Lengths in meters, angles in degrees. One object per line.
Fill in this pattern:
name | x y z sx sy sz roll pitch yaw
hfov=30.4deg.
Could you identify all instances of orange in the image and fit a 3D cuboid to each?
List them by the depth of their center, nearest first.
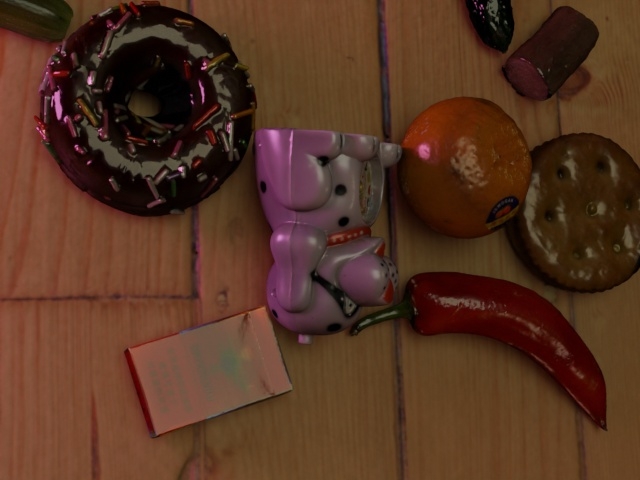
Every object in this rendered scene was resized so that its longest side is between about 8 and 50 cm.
orange | 0.179 -0.089 1.467 0.178 0.155 0.177 -1 93 -32

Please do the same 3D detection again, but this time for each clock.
clock | 0.002 -0.003 1.400 0.189 0.189 0.253 1 86 -17

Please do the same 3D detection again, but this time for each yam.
yam | 0.311 -0.252 1.575 0.084 0.084 0.127 44 72 -5

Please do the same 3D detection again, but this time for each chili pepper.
chili pepper | 0.229 0.120 1.484 0.369 0.092 0.137 21 86 -10

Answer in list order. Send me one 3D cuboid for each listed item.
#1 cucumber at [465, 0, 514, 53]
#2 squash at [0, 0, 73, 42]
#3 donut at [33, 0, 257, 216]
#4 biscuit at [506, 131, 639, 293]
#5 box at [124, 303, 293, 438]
cucumber | 0.213 -0.369 1.576 0.067 0.067 0.245 -7 83 -18
squash | -0.405 -0.288 1.376 0.229 0.066 0.066 17 76 -14
donut | -0.201 -0.161 1.395 0.270 0.103 0.269 2 81 -15
biscuit | 0.348 -0.037 1.556 0.221 0.066 0.220 3 80 -17
box | -0.131 0.153 1.387 0.175 0.048 0.112 -16 84 -18
